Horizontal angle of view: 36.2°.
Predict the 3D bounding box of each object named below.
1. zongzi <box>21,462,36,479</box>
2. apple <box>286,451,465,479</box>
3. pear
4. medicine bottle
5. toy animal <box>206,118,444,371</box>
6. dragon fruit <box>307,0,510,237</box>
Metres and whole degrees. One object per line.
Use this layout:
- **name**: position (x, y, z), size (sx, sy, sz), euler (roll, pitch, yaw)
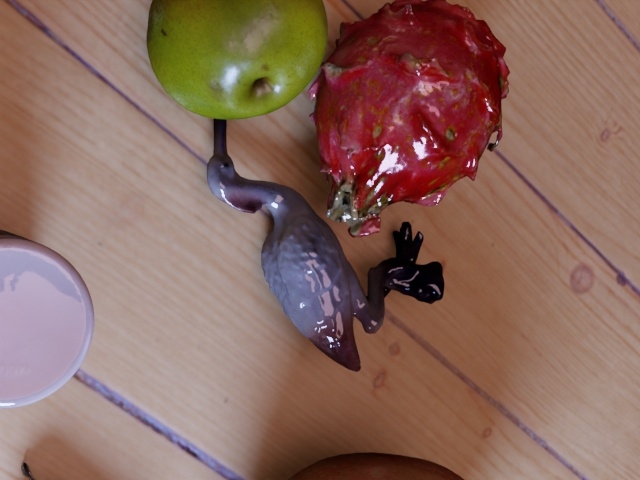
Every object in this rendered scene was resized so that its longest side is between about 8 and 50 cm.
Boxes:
- **zongzi**: position (-0.283, 0.344, 0.962), size (0.178, 0.081, 0.189), euler (-43, 105, -7)
- **apple**: position (0.049, 0.373, 1.015), size (0.319, 0.277, 0.319), euler (1, 88, -35)
- **pear**: position (-0.092, -0.222, 0.969), size (0.180, 0.166, 0.216), euler (-30, 65, 7)
- **medicine bottle**: position (-0.284, 0.055, 0.837), size (0.133, 0.250, 0.133), euler (-2, 94, -25)
- **toy animal**: position (-0.017, 0.011, 1.054), size (0.324, 0.090, 0.195), euler (31, 56, -19)
- **dragon fruit**: position (0.083, -0.132, 1.028), size (0.205, 0.210, 0.268), euler (28, 79, 12)
